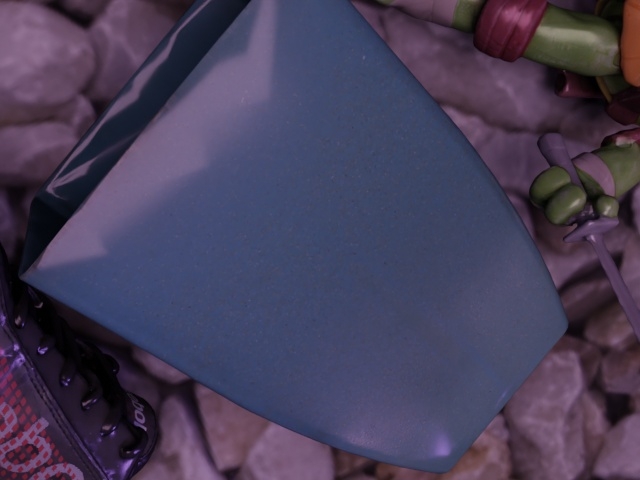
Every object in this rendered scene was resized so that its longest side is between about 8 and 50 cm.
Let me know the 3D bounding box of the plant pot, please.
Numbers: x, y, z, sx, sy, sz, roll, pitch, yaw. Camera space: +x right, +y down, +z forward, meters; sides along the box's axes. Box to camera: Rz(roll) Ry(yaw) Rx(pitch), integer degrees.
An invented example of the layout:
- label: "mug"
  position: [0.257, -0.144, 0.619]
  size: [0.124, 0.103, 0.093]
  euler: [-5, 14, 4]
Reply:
- label: "plant pot"
  position: [0.000, 0.000, 0.426]
  size: [0.234, 0.165, 0.165]
  euler: [39, 90, -22]

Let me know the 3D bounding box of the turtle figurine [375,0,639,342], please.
- label: "turtle figurine"
  position: [0.167, -0.104, 0.403]
  size: [0.266, 0.198, 0.274]
  euler: [33, 50, 1]

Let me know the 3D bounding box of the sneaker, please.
- label: "sneaker"
  position: [-0.152, 0.071, 0.410]
  size: [0.135, 0.097, 0.276]
  euler: [-11, 124, -20]
